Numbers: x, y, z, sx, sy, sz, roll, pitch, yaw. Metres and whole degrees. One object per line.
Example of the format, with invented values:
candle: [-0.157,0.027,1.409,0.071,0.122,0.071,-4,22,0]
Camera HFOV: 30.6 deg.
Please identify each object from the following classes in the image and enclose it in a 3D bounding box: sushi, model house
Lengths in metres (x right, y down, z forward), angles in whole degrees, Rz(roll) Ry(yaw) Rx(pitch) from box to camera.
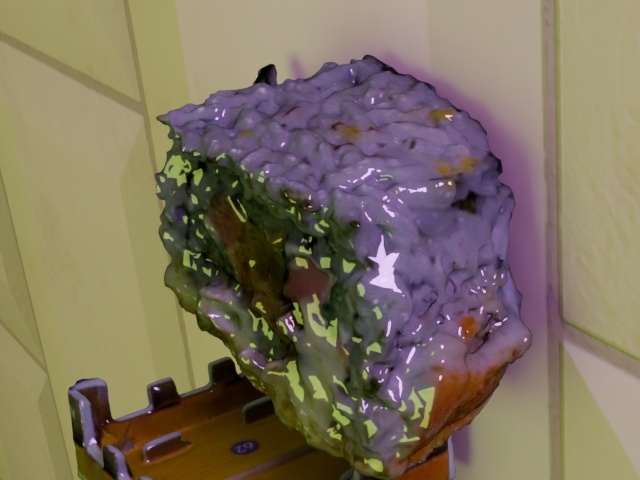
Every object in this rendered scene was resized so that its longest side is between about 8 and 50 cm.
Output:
sushi: [0.000,0.000,0.656,0.274,0.139,0.184,35,136,38]
model house: [-0.032,0.190,0.768,0.198,0.224,0.215,25,126,50]
